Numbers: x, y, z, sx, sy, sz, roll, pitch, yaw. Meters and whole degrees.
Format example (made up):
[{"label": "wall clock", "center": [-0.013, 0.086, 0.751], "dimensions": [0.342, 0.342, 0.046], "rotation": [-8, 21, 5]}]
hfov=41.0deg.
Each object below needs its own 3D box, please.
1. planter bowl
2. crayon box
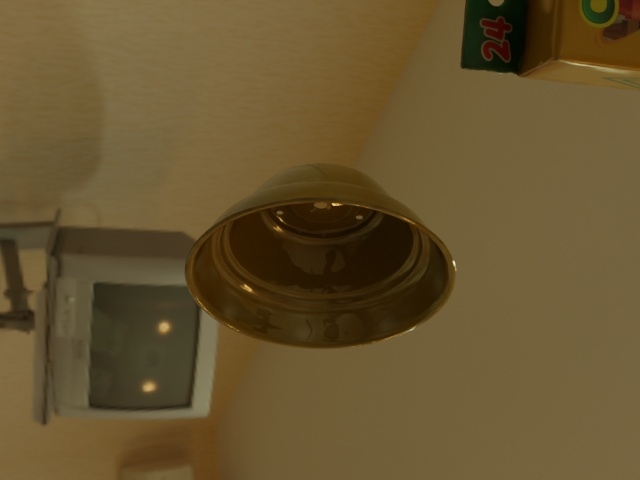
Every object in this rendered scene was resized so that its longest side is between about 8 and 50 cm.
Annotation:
[{"label": "planter bowl", "center": [0.000, 0.000, 0.713], "dimensions": [0.217, 0.217, 0.090], "rotation": [125, -27, -48]}, {"label": "crayon box", "center": [0.281, -0.223, 0.691], "dimensions": [0.081, 0.318, 0.202], "rotation": [180, -87, -81]}]
